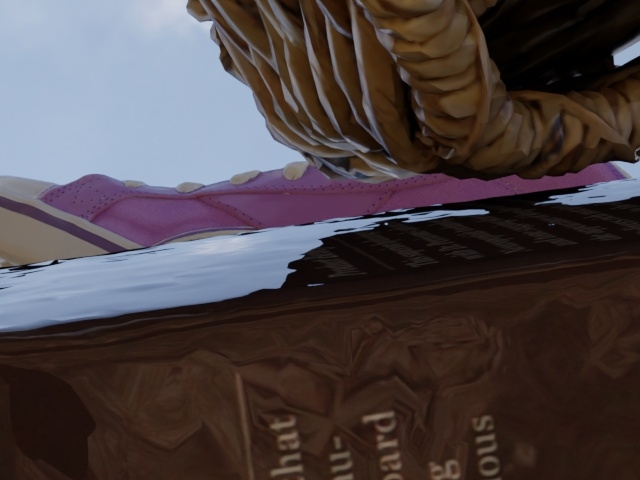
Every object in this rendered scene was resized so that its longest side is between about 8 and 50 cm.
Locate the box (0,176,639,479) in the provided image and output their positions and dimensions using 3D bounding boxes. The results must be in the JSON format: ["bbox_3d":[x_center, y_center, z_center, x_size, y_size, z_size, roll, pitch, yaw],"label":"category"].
[{"bbox_3d":[0.034,0.079,0.412,0.203,0.168,0.167,-8,-85,-7],"label":"box"}]

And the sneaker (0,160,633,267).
[{"bbox_3d":[0.000,0.001,0.737,0.282,0.102,0.161,18,-117,9],"label":"sneaker"}]

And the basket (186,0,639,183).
[{"bbox_3d":[0.103,-0.147,0.451,0.213,0.299,0.223,57,-17,-8],"label":"basket"}]
